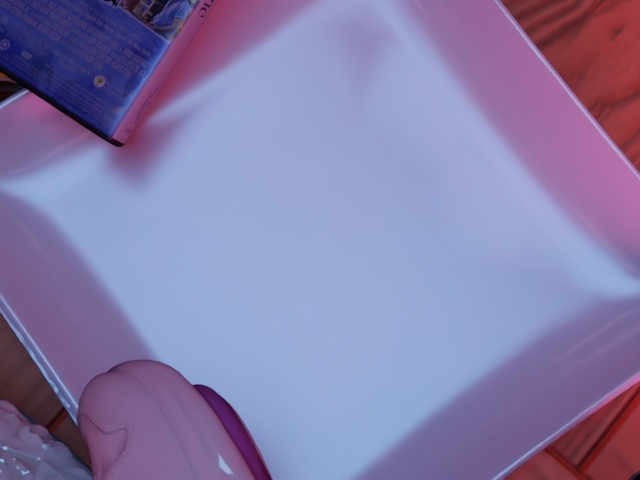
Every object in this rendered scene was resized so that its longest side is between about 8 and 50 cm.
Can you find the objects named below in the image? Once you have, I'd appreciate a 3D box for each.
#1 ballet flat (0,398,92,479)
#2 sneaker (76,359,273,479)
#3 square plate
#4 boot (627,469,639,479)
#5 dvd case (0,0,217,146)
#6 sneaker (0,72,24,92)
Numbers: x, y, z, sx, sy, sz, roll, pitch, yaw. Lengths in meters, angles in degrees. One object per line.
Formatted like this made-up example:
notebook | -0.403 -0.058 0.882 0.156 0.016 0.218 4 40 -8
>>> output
ballet flat | -0.299 0.103 0.550 0.409 0.147 0.147 28 77 10
sneaker | -0.071 0.158 0.430 0.152 0.114 0.305 -26 36 -12
square plate | 0.000 0.000 0.617 0.347 0.049 0.344 -35 81 -8
boot | 0.142 0.250 0.456 0.091 0.229 0.263 -5 44 38
dvd case | -0.117 -0.204 0.602 0.180 0.022 0.253 33 91 15
sneaker | -0.150 -0.124 0.655 0.186 0.069 0.083 -14 84 3
